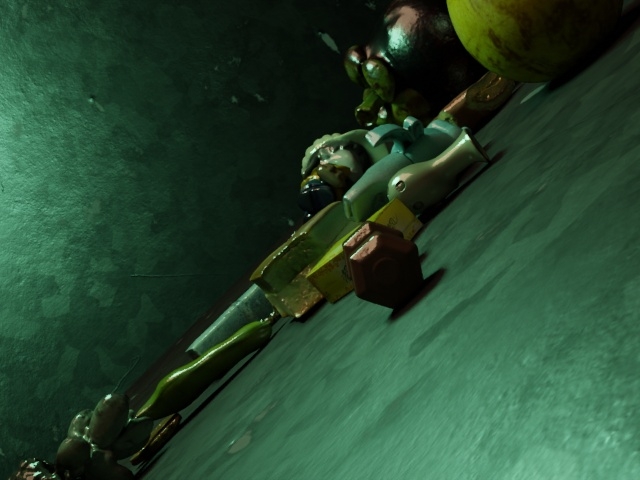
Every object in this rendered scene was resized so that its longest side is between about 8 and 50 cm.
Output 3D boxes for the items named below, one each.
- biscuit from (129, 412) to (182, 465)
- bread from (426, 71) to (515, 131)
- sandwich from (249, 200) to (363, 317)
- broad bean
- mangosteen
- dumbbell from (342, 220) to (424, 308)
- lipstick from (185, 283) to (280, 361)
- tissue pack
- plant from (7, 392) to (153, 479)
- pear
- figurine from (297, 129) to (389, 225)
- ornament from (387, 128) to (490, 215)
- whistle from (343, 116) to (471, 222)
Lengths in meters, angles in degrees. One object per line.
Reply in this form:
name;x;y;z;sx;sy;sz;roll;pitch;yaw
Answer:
biscuit;-0.274;0.335;2.029;0.119;0.019;0.130;-43;6;8
bread;0.272;-0.237;2.182;0.192;0.067;0.119;-41;-3;20
sandwich;0.002;0.023;1.945;0.220;0.108;0.186;-42;4;-11
broad bean;-0.185;0.215;2.015;0.325;0.067;0.075;-35;6;-7
mangosteen;0.206;-0.362;2.376;0.313;0.297;0.297;-3;15;10
dumbbell;0.073;0.026;1.451;0.231;0.092;0.082;-113;40;-85
lipstick;-0.120;0.129;2.189;0.289;0.077;0.076;-44;4;-19
tissue pack;0.063;0.016;1.757;0.095;0.062;0.176;-48;5;-39
plant;-0.387;0.368;1.895;0.274;0.149;0.146;-46;-18;-16
pear;0.329;-0.384;1.851;0.281;0.281;0.281;-43;5;4
figurine;0.016;-0.133;2.741;0.204;0.185;0.332;2;27;31
ornament;0.171;-0.094;1.741;0.156;0.081;0.075;-37;28;14
whistle;0.142;-0.110;1.850;0.274;0.093;0.186;-33;-44;-29
